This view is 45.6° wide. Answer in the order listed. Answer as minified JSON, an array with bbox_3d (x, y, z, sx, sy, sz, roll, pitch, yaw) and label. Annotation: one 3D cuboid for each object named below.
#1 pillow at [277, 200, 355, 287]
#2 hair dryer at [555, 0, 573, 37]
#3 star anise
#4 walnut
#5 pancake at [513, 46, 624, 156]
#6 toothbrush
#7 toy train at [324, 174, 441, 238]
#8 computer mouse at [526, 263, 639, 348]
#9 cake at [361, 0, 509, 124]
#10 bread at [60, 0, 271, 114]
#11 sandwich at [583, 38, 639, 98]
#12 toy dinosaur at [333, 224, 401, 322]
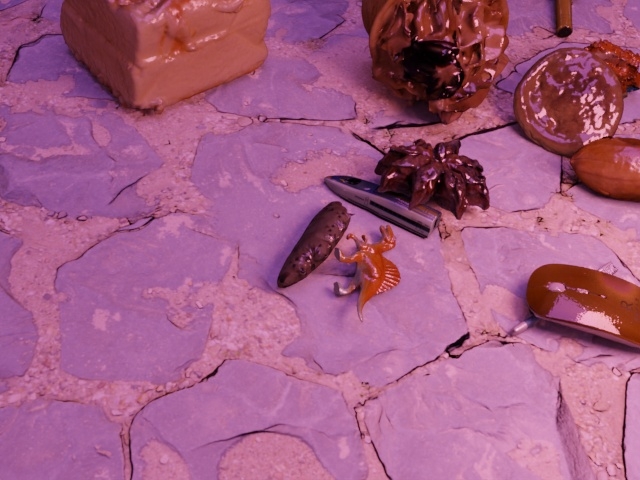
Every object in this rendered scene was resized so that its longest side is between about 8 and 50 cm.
[{"bbox_3d":[0.001,-0.001,1.398,0.093,0.051,0.241,-10,33,39],"label":"pillow"},{"bbox_3d":[0.630,-0.640,2.015,0.135,0.090,0.279,9,54,3],"label":"hair dryer"},{"bbox_3d":[0.223,-0.139,1.492,0.223,0.109,0.236,5,30,-3],"label":"star anise"},{"bbox_3d":[0.631,-0.143,1.539,0.245,0.137,0.137,16,49,14],"label":"walnut"},{"bbox_3d":[0.533,-0.300,1.638,0.242,0.050,0.242,-1,83,9],"label":"pancake"},{"bbox_3d":[0.443,0.106,1.371,0.275,0.019,0.025,-28,63,-26],"label":"toothbrush"},{"bbox_3d":[0.115,-0.083,1.499,0.252,0.048,0.055,27,50,19],"label":"toy train"},{"bbox_3d":[0.482,0.114,1.326,0.245,0.056,0.126,18,53,5],"label":"computer mouse"},{"bbox_3d":[0.263,-0.434,1.649,0.332,0.332,0.321,-6,55,-9],"label":"cake"},{"bbox_3d":[-0.351,-0.519,1.709,0.390,0.279,0.371,-30,55,-24],"label":"bread"},{"bbox_3d":[0.639,-0.374,1.738,0.235,0.159,0.079,14,67,-20],"label":"sandwich"},{"bbox_3d":[0.093,0.062,1.377,0.142,0.057,0.212,1,57,-26],"label":"toy dinosaur"}]
